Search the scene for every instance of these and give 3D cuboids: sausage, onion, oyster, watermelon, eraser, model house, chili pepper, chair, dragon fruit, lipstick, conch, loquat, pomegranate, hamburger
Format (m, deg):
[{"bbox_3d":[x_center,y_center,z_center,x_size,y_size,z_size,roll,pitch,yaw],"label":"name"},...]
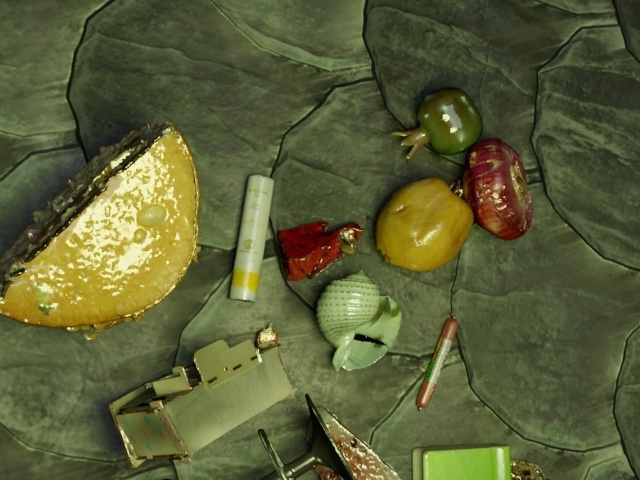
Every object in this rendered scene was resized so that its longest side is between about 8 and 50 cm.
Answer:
[{"bbox_3d":[0.255,0.265,1.669,0.029,0.029,0.223,26,77,-9],"label":"sausage"},{"bbox_3d":[0.371,-0.109,1.690,0.230,0.163,0.230,21,64,-50],"label":"onion"},{"bbox_3d":[0.450,0.530,1.668,0.148,0.051,0.103,29,69,2],"label":"oyster"},{"bbox_3d":[0.053,0.451,1.574,0.154,0.094,0.241,-34,89,-6],"label":"watermelon"},{"bbox_3d":[0.300,0.571,1.606,0.210,0.092,0.274,0,80,-14],"label":"eraser"},{"bbox_3d":[-0.245,0.298,1.460,0.326,0.244,0.169,-22,88,-49],"label":"model house"},{"bbox_3d":[-0.120,0.257,1.580,0.045,0.027,0.178,11,79,-8],"label":"chili pepper"},{"bbox_3d":[-0.140,0.478,1.412,0.401,0.226,0.226,-30,90,-6],"label":"chair"},{"bbox_3d":[0.004,0.017,1.639,0.192,0.122,0.092,-24,128,-19],"label":"dragon fruit"},{"bbox_3d":[-0.142,-0.004,1.598,0.059,0.059,0.264,11,79,-12],"label":"lipstick"},{"bbox_3d":[0.064,0.160,1.589,0.172,0.131,0.200,15,107,-37],"label":"conch"},{"bbox_3d":[0.220,-0.037,1.628,0.187,0.176,0.234,42,79,4],"label":"loquat"},{"bbox_3d":[0.259,-0.247,1.705,0.191,0.131,0.152,-32,96,6],"label":"pomegranate"},{"bbox_3d":[-0.382,0.010,1.434,0.445,0.268,0.287,-47,117,-13],"label":"hamburger"}]
